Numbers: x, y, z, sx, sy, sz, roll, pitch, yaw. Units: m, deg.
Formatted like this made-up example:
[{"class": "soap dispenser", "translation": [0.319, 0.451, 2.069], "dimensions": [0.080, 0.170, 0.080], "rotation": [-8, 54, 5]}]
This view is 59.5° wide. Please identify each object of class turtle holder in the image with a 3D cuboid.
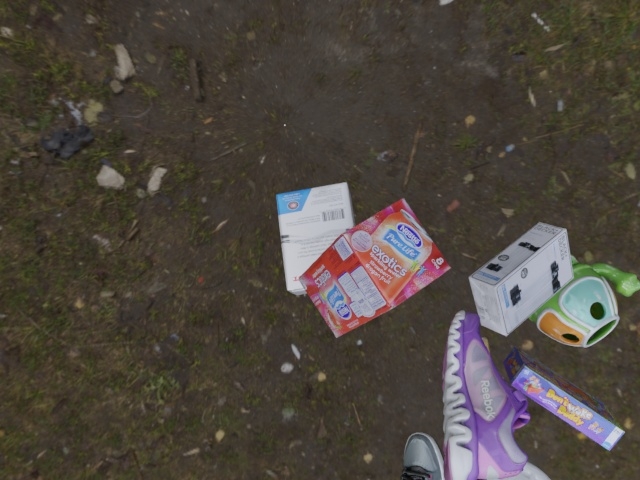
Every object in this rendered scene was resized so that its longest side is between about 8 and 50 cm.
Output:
[{"class": "turtle holder", "translation": [0.823, 0.201, 1.771], "dimensions": [0.320, 0.227, 0.243], "rotation": [-9, 133, -30]}]

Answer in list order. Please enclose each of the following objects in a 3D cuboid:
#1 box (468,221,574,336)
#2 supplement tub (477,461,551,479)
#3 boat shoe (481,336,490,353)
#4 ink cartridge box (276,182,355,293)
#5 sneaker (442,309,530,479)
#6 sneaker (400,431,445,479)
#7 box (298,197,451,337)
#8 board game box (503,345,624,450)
[{"class": "box", "translation": [0.535, 0.097, 1.478], "dimensions": [0.290, 0.087, 0.169], "rotation": [-32, 118, -23]}, {"class": "supplement tub", "translation": [0.453, 0.714, 1.445], "dimensions": [0.207, 0.207, 0.338], "rotation": [9, 139, -5]}, {"class": "boat shoe", "translation": [0.392, 0.337, 1.529], "dimensions": [0.096, 0.098, 0.277], "rotation": [-3, 146, 4]}, {"class": "ink cartridge box", "translation": [0.000, 0.000, 1.132], "dimensions": [0.148, 0.086, 0.203], "rotation": [-8, 77, 6]}, {"class": "sneaker", "translation": [0.209, 0.197, 0.712], "dimensions": [0.105, 0.236, 0.095], "rotation": [0, 138, 10]}, {"class": "sneaker", "translation": [0.206, 0.596, 1.286], "dimensions": [0.124, 0.178, 0.295], "rotation": [-10, 69, 31]}, {"class": "box", "translation": [0.074, 0.054, 0.894], "dimensions": [0.123, 0.257, 0.128], "rotation": [-30, 82, -24]}, {"class": "board game box", "translation": [0.777, 0.502, 1.821], "dimensions": [0.347, 0.233, 0.078], "rotation": [33, 101, 7]}]
